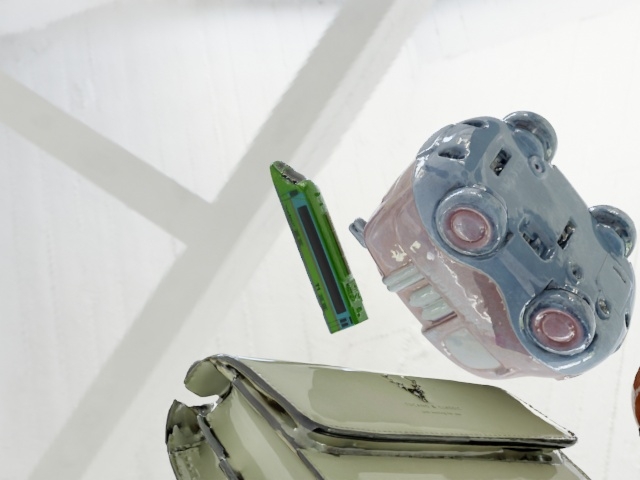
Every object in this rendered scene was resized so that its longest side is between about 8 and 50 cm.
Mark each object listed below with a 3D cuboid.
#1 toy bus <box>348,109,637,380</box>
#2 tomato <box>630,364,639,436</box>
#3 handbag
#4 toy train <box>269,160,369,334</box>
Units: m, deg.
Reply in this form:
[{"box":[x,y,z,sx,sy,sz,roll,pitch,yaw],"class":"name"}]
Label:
[{"box":[0.180,0.023,1.242,0.294,0.197,0.232,47,-48,-9],"class":"toy bus"},{"box":[0.382,0.134,1.035,0.199,0.228,0.112,-28,-151,14],"class":"tomato"},{"box":[0.070,0.210,1.007,0.236,0.359,0.160,46,-66,43],"class":"handbag"},{"box":[0.000,0.000,1.328,0.042,0.044,0.209,-22,-92,27],"class":"toy train"}]
